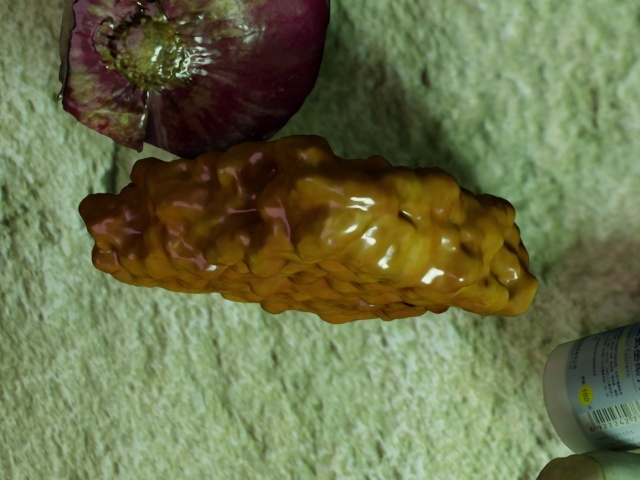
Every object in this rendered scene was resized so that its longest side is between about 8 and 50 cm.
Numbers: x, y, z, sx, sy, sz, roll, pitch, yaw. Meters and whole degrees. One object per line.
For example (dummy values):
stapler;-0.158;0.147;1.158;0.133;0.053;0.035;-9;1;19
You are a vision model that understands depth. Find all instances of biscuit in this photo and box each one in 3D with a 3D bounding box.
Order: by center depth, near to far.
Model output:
biscuit;0.000;0.000;1.178;0.312;0.318;0.110;-6;75;40

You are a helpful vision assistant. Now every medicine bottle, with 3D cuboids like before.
medicine bottle;0.286;0.114;1.153;0.187;0.103;0.102;-20;101;38

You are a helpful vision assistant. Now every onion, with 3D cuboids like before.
onion;-0.105;-0.203;1.180;0.230;0.272;0.256;11;140;-7

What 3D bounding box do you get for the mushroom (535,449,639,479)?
mushroom;0.281;0.229;1.155;0.270;0.118;0.103;20;96;-20
